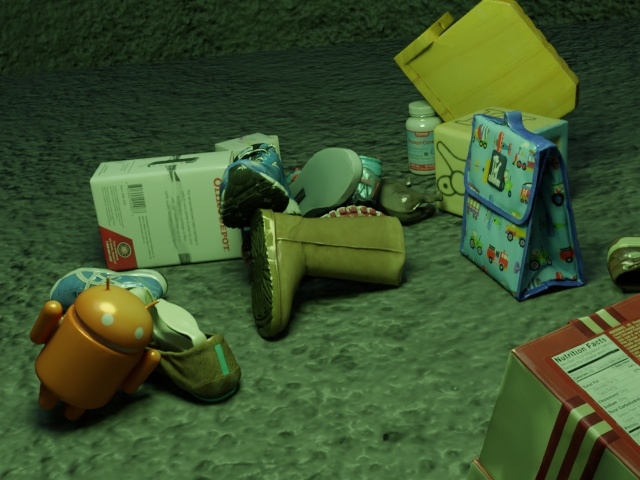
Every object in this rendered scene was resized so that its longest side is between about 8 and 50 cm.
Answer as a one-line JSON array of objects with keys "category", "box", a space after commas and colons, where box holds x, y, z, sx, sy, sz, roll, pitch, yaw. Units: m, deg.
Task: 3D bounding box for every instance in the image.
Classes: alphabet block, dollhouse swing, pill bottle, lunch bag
[{"category": "alphabet block", "box": [0.366, -0.151, 1.877, 0.193, 0.192, 0.197, -21, 29, -33]}, {"category": "dollhouse swing", "box": [0.401, -0.383, 2.054, 0.305, 0.347, 0.315, -38, 7, 32]}, {"category": "pill bottle", "box": [0.242, -0.239, 2.137, 0.087, 0.160, 0.087, -6, 24, 3]}, {"category": "lunch bag", "box": [0.343, -0.081, 1.594, 0.138, 0.293, 0.221, -13, 24, -14]}]

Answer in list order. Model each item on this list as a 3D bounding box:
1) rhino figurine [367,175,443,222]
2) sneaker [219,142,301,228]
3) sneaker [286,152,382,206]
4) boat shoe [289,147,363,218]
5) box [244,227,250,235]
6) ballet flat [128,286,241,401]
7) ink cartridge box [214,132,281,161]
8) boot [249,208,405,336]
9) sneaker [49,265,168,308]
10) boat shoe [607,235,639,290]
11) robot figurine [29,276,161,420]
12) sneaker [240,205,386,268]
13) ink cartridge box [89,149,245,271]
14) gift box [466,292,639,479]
[{"category": "rhino figurine", "box": [0.146, -0.096, 1.952, 0.106, 0.073, 0.243, -16, 24, -27]}, {"category": "sneaker", "box": [-0.127, -0.104, 1.674, 0.130, 0.147, 0.330, -22, -8, 3]}, {"category": "sneaker", "box": [0.017, -0.098, 1.945, 0.104, 0.125, 0.262, 13, -20, -42]}, {"category": "boat shoe", "box": [0.018, -0.091, 1.802, 0.105, 0.113, 0.306, -6, -23, -31]}, {"category": "box", "box": [-0.191, -0.085, 1.927, 0.126, 0.137, 0.072, 2, 25, 19]}, {"category": "ballet flat", "box": [-0.259, 0.144, 1.448, 0.342, 0.124, 0.116, 17, 33, 42]}, {"category": "ink cartridge box", "box": [-0.168, -0.199, 2.237, 0.143, 0.092, 0.090, -19, 26, -29]}, {"category": "boot", "box": [0.021, 0.054, 1.587, 0.270, 0.236, 0.089, 6, -20, -23]}, {"category": "sneaker", "box": [-0.383, 0.092, 1.649, 0.211, 0.080, 0.081, -6, 21, 3]}, {"category": "boat shoe", "box": [0.602, 0.050, 1.506, 0.258, 0.095, 0.095, -3, 37, 22]}, {"category": "robot figurine", "box": [-0.330, 0.155, 1.344, 0.158, 0.219, 0.128, 39, 12, 15]}, {"category": "sneaker", "box": [0.000, 0.000, 1.728, 0.299, 0.120, 0.112, -2, -4, -6]}, {"category": "ink cartridge box", "box": [-0.293, -0.060, 1.823, 0.273, 0.197, 0.114, -5, 23, 1]}, {"category": "gift box", "box": [0.319, 0.246, 0.930, 0.255, 0.258, 0.276, -15, 45, -23]}]
